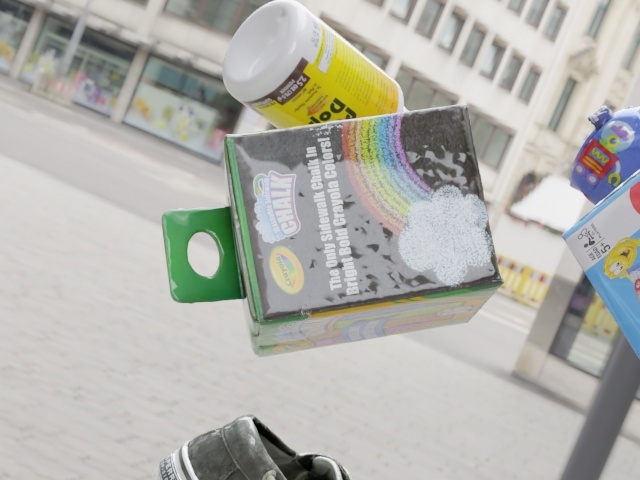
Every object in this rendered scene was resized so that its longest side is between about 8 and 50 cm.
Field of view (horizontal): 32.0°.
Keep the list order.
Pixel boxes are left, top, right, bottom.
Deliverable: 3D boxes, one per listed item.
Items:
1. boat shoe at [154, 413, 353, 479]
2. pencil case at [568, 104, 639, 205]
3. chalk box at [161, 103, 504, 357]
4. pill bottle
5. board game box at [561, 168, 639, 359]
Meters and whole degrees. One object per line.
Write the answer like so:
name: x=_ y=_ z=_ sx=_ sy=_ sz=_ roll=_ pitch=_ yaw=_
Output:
boat shoe: x=-0.008 y=0.165 z=0.653 sx=0.219 sy=0.070 sz=0.078 roll=48 pitch=8 yaw=-51
pencil case: x=0.429 y=-0.035 z=1.270 sx=0.306 sy=0.133 sz=0.119 roll=42 pitch=16 yaw=22
chalk box: x=0.000 y=0.000 z=1.049 sx=0.289 sy=0.180 sz=0.179 roll=-8 pitch=-15 yaw=-5
pill bottle: x=0.007 y=-0.153 z=1.183 sx=0.215 sy=0.117 sz=0.117 roll=32 pitch=-3 yaw=-39
board game box: x=0.345 y=0.127 z=0.802 sx=0.302 sy=0.086 sz=0.308 roll=29 pitch=28 yaw=-42
